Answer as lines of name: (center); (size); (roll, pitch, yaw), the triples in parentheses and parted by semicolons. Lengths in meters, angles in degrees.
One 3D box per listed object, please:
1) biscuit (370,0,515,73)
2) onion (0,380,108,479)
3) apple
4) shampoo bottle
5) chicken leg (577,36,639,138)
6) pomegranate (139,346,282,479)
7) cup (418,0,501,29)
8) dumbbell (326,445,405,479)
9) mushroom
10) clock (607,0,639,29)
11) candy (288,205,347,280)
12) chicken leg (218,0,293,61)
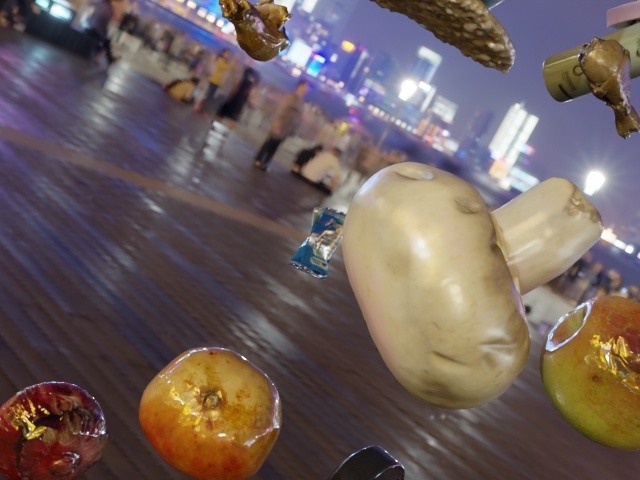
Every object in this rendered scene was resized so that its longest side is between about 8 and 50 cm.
biscuit: (0.118, -0.274, 1.134); (0.250, 0.032, 0.133); (31, -7, 4)
onion: (-0.575, 0.421, 2.133); (0.246, 0.246, 0.190); (21, 19, -40)
apple: (0.405, 0.184, 1.366); (0.188, 0.207, 0.174); (32, 29, -5)
shampoo bottle: (0.499, -0.304, 1.643); (0.262, 0.085, 0.085); (-16, -25, 39)
chicken leg: (0.448, -0.230, 1.516); (0.198, 0.069, 0.085); (52, 34, -38)
pomegranate: (-0.202, 0.321, 1.819); (0.252, 0.229, 0.270); (29, -25, -1)
cup: (0.186, -0.453, 1.346); (0.219, 0.257, 0.289); (-6, -59, 53)
dumbbell: (0.163, 0.559, 1.897); (0.322, 0.203, 0.204); (34, 10, 32)
mushroom: (0.180, 0.047, 1.412); (0.353, 0.353, 0.325); (25, -24, -23)
clock: (0.611, -0.399, 1.821); (0.172, 0.064, 0.198); (-4, 1, 10)
candy: (-0.001, 0.000, 1.903); (0.088, 0.136, 0.038); (21, -5, 33)
chicken leg: (-0.105, -0.354, 1.603); (0.085, 0.101, 0.207); (46, 7, 17)
